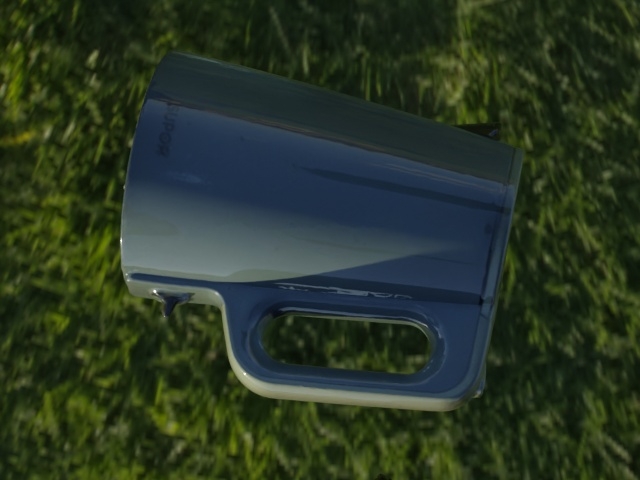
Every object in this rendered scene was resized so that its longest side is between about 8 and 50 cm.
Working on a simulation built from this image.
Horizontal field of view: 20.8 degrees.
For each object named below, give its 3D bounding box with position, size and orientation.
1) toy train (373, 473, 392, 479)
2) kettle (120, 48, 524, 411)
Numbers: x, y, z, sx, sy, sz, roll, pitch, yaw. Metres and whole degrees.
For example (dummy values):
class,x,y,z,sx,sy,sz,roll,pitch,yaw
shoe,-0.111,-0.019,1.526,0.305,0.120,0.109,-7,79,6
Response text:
class,x,y,z,sx,sy,sz,roll,pitch,yaw
toy train,0.077,0.257,1.201,0.090,0.225,0.137,-40,118,-4
kettle,0.000,0.000,1.120,0.243,0.211,0.160,12,158,6
